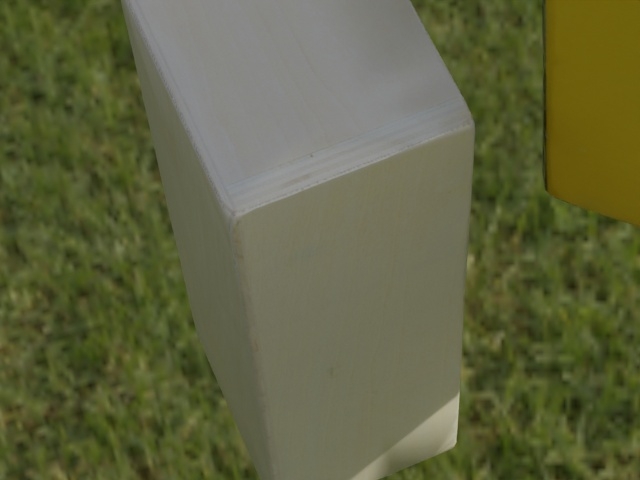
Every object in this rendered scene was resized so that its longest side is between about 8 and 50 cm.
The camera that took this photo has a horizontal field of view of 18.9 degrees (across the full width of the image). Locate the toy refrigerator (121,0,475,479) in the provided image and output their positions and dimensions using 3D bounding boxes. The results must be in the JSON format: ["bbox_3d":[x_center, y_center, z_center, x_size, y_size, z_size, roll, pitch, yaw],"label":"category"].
[{"bbox_3d":[0.000,0.000,0.726,0.094,0.269,0.102,-22,63,-8],"label":"toy refrigerator"}]

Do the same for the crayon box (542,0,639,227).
[{"bbox_3d":[0.241,-0.075,0.493,0.363,0.313,0.106,19,63,16],"label":"crayon box"}]
